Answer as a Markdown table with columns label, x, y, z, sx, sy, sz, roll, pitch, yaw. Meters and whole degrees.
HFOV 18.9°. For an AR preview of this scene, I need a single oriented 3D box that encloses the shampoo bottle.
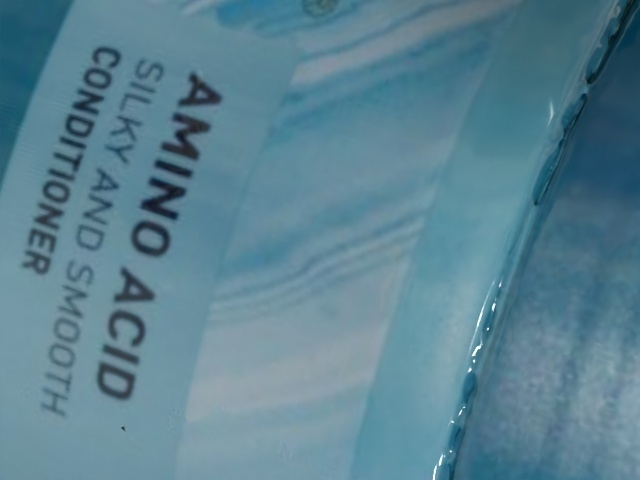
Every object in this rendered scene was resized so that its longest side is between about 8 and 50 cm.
| label | x | y | z | sx | sy | sz | roll | pitch | yaw |
| --- | --- | --- | --- | --- | --- | --- | --- | --- | --- |
| shampoo bottle | 0.000 | 0.000 | 0.614 | 0.331 | 0.343 | 0.331 | -46 | 146 | -44 |
